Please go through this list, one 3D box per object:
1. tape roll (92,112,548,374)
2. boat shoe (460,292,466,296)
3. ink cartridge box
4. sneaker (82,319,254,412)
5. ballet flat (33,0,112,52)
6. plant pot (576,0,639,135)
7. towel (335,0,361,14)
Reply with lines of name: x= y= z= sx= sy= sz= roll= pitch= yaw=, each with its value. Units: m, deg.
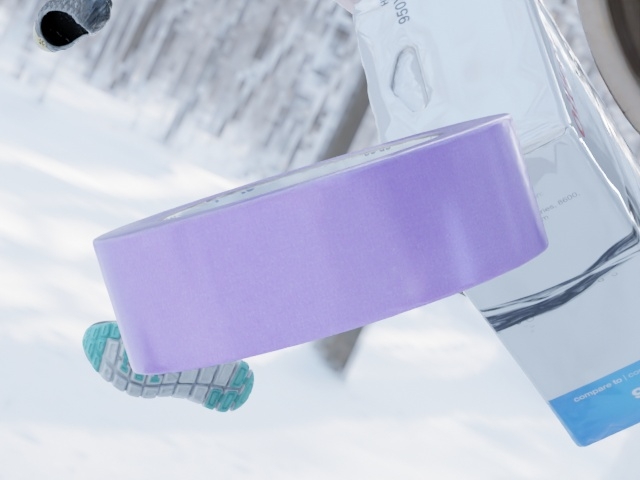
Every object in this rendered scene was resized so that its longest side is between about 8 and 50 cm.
tape roll: x=0.000 y=0.000 z=1.194 sx=0.275 sy=0.090 sz=0.275 roll=-17 pitch=4 yaw=1
boat shoe: x=0.226 y=0.058 z=2.099 sx=0.257 sy=0.095 sz=0.095 roll=29 pitch=31 yaw=-19
ink cartridge box: x=0.203 y=-0.042 z=1.756 sx=0.395 sy=0.166 sz=0.285 roll=50 pitch=20 yaw=-42
sneaker: x=-0.145 y=0.110 z=1.715 sx=0.166 sy=0.065 sz=0.076 roll=23 pitch=2 yaw=-28
ballet flat: x=-0.284 y=-0.240 z=2.104 sx=0.057 sy=0.049 sz=0.173 roll=47 pitch=-28 yaw=-14
plant pot: x=0.261 y=-0.138 z=0.940 sx=0.263 sy=0.263 sz=0.229 roll=25 pitch=8 yaw=9
towel: x=0.091 y=-0.261 z=2.142 sx=0.317 sy=0.053 sz=0.332 roll=37 pitch=14 yaw=23
